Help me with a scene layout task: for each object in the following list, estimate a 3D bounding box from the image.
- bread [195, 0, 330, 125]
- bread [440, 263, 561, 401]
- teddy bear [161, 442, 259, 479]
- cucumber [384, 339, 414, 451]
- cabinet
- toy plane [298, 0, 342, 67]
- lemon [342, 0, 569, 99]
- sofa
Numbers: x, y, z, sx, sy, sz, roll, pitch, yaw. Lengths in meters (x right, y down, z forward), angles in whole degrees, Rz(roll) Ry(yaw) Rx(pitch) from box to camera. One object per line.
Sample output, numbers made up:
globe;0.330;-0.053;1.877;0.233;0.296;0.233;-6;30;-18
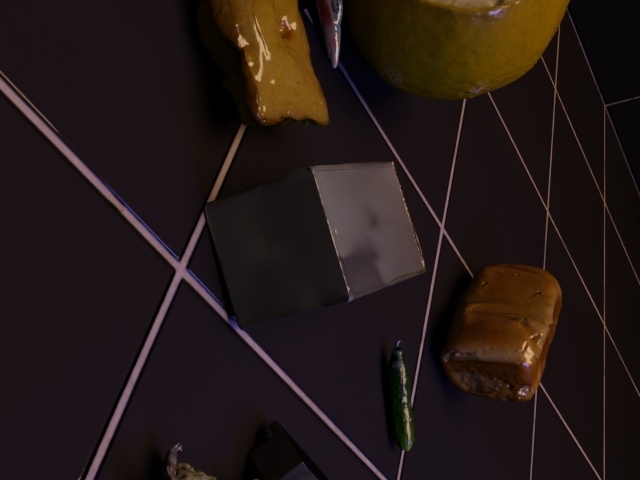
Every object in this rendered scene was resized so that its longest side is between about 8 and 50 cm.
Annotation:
bread;-0.076;-0.237;0.940;0.161;0.088;0.233;-4;80;-64
bread;0.310;0.148;1.359;0.294;0.167;0.132;-44;140;-56
teddy bear;-0.084;0.283;0.745;0.213;0.111;0.133;37;23;-16
cucumber;0.112;0.220;1.130;0.037;0.037;0.155;12;71;-57
cabinet;0.000;0.000;0.913;0.206;0.150;0.145;-12;85;-59
toy plane;-0.023;-0.378;1.057;0.223;0.104;0.326;6;77;-57
lemon;0.196;-0.368;1.200;0.364;0.364;0.364;27;57;-52
sofa;-0.023;0.277;0.876;0.147;0.060;0.085;56;-6;-33
